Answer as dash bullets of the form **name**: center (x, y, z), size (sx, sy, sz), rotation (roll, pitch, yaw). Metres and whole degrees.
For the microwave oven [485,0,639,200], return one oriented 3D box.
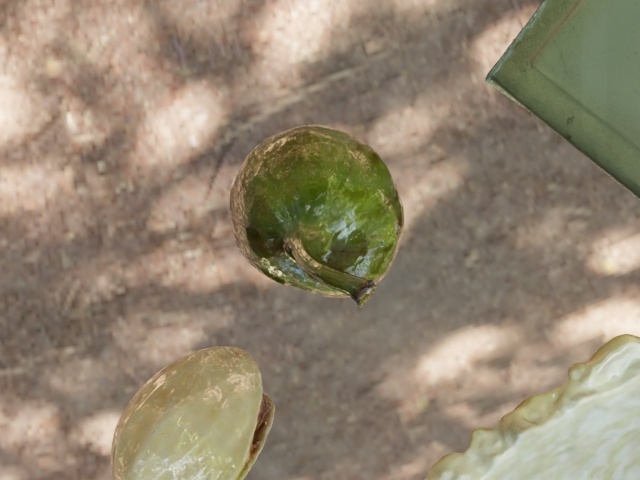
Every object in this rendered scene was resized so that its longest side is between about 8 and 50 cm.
- **microwave oven**: center (0.432, -0.210, 1.555), size (0.394, 0.333, 0.247), rotation (-52, 149, 10)

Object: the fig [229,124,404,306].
- **fig**: center (0.000, 0.000, 1.173), size (0.149, 0.245, 0.149), rotation (-1, 109, -2)

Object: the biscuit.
- **biscuit**: center (0.205, 0.147, 1.103), size (0.309, 0.040, 0.204), rotation (-31, 143, -4)

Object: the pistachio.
- **pistachio**: center (-0.134, 0.210, 1.627), size (0.157, 0.229, 0.157), rotation (18, 135, 19)
